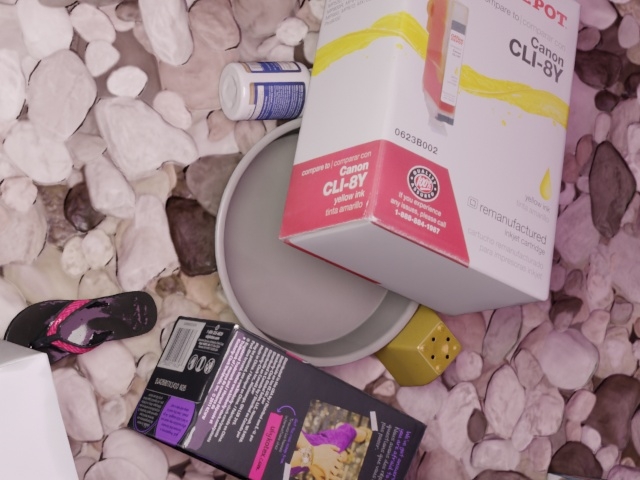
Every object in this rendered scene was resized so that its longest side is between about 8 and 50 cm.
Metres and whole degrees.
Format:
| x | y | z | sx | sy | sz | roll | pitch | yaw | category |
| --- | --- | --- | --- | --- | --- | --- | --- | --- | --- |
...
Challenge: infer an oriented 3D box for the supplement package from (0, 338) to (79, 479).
| x | y | z | sx | sy | sz | roll | pitch | yaw | category |
| --- | --- | --- | --- | --- | --- | --- | --- | --- | --- |
| -0.364 | 0.196 | 1.301 | 0.194 | 0.203 | 0.149 | -17 | 99 | -27 | supplement package |

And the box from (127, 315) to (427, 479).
| x | y | z | sx | sy | sz | roll | pitch | yaw | category |
| --- | --- | --- | --- | --- | --- | --- | --- | --- | --- |
| -0.047 | 0.205 | 1.498 | 0.270 | 0.165 | 0.143 | 31 | 77 | -27 | box |

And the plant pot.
| x | y | z | sx | sy | sz | roll | pitch | yaw | category |
| --- | --- | --- | --- | --- | --- | --- | --- | --- | --- |
| 0.123 | 0.127 | 1.638 | 0.081 | 0.083 | 0.081 | -46 | 112 | -19 | plant pot |

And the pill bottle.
| x | y | z | sx | sy | sz | roll | pitch | yaw | category |
| --- | --- | --- | --- | --- | --- | --- | --- | --- | --- |
| -0.050 | -0.171 | 1.544 | 0.120 | 0.067 | 0.067 | -4 | 93 | -29 | pill bottle |

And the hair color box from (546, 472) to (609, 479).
| x | y | z | sx | sy | sz | roll | pitch | yaw | category |
| --- | --- | --- | --- | --- | --- | --- | --- | --- | --- |
| 0.352 | 0.485 | 1.723 | 0.105 | 0.174 | 0.347 | 12 | 85 | -27 | hair color box |

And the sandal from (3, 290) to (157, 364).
| x | y | z | sx | sy | sz | roll | pitch | yaw | category |
| --- | --- | --- | --- | --- | --- | --- | --- | --- | --- |
| -0.255 | 0.091 | 1.451 | 0.179 | 0.040 | 0.067 | -14 | 98 | -28 | sandal |

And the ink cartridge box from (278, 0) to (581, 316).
| x | y | z | sx | sy | sz | roll | pitch | yaw | category |
| --- | --- | --- | --- | --- | --- | --- | --- | --- | --- |
| 0.135 | -0.142 | 1.537 | 0.279 | 0.160 | 0.385 | 23 | 66 | -34 | ink cartridge box |

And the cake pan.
| x | y | z | sx | sy | sz | roll | pitch | yaw | category |
| --- | --- | --- | --- | --- | --- | --- | --- | --- | --- |
| 0.000 | 0.000 | 1.583 | 0.293 | 0.054 | 0.293 | -1 | 91 | -29 | cake pan |
